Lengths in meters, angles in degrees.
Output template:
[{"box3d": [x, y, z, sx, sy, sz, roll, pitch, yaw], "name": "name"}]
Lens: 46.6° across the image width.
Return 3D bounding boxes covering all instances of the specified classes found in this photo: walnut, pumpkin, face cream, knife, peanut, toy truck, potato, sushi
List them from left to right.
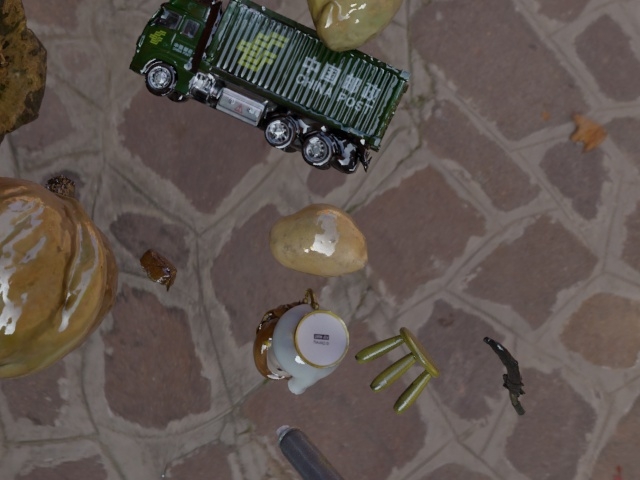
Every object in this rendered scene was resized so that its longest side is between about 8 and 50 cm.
[{"box3d": [-0.403, -0.187, 0.805, 0.095, 0.290, 0.258, 12, 44, 16], "name": "pumpkin"}, {"box3d": [-0.421, 0.053, 1.027, 0.285, 0.296, 0.285, -10, 63, 20], "name": "walnut"}, {"box3d": [-0.370, 0.067, 1.695, 0.120, 0.052, 0.055, 38, 98, 18], "name": "sushi"}, {"box3d": [-0.052, -0.160, 0.746, 0.259, 0.088, 0.121, 25, 94, 3], "name": "toy truck"}, {"box3d": [-0.016, 0.525, 1.722, 0.073, 0.073, 0.283, -31, 41, -19], "name": "face cream"}, {"box3d": [-0.003, 0.001, 1.085, 0.146, 0.112, 0.112, 3, 72, 1], "name": "potato"}, {"box3d": [0.049, -0.292, 0.644, 0.117, 0.101, 0.263, 18, 87, -51], "name": "peanut"}, {"box3d": [0.283, 0.205, 1.088, 0.045, 0.222, 0.021, 19, 63, 38], "name": "knife"}]

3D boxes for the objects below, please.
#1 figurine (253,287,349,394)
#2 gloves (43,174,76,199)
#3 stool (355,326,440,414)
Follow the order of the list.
[{"box3d": [-0.042, 0.190, 1.387, 0.142, 0.263, 0.190, 13, 75, -18], "name": "figurine"}, {"box3d": [-0.712, -0.027, 1.850, 0.312, 0.210, 0.135, -43, 97, 8], "name": "gloves"}, {"box3d": [0.143, 0.232, 1.350, 0.110, 0.134, 0.135, -38, 80, 7], "name": "stool"}]
